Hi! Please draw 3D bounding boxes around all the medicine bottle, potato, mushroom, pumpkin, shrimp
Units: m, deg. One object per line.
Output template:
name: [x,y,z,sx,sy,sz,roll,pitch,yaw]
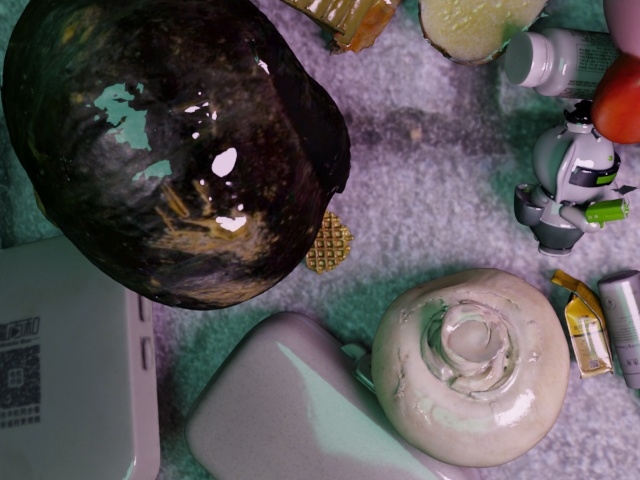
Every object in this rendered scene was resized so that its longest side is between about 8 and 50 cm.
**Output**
medicine bottle: [0.387,0.137,1.524,0.057,0.057,0.199,-15,96,22]
potato: [0.209,-0.299,1.491,0.164,0.081,0.200,41,109,17]
medicine bottle: [0.012,0.285,1.658,0.375,0.123,0.282,40,109,9]
mushroom: [0.180,0.142,1.512,0.246,0.202,0.246,-3,63,5]
pumpkin: [-0.178,-0.127,1.471,0.344,0.454,0.454,-40,85,-4]
medicine bottle: [0.286,-0.202,1.445,0.140,0.079,0.079,1,105,-23]
shrimp: [0.047,-0.316,1.570,0.132,0.051,0.188,36,107,32]

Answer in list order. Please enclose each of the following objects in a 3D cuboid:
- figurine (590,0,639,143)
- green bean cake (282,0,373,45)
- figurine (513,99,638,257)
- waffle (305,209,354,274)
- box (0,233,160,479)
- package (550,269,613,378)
figurine: [0.408,-0.258,1.310,0.269,0.211,0.262,-7,80,7]
green bean cake: [-0.059,-0.352,1.474,0.233,0.236,0.124,37,101,30]
figurine: [0.295,-0.074,1.478,0.126,0.147,0.192,7,123,2]
waffle: [0.001,-0.002,1.662,0.078,0.016,0.085,-35,88,19]
box: [-0.397,0.184,1.751,0.367,0.090,0.373,-12,72,21]
package: [0.322,0.098,1.534,0.047,0.071,0.131,-15,93,19]
